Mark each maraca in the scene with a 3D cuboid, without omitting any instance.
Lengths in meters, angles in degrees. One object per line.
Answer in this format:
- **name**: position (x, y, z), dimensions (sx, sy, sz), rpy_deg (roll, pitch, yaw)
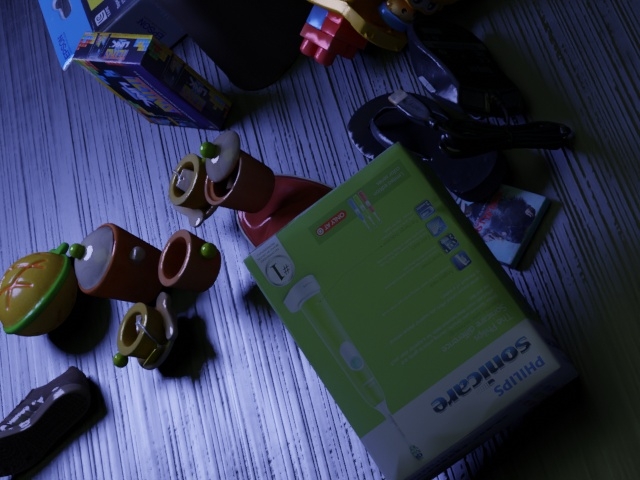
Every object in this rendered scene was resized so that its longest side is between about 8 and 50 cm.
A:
- **maraca**: position (-0.379, 0.064, 2.019), dimensions (0.127, 0.099, 0.185), rpy_deg (-40, 20, 10)

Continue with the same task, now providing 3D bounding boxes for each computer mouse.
- **computer mouse**: position (0.141, -0.162, 1.695), dimensions (0.262, 0.184, 0.060), rpy_deg (53, 137, 40)

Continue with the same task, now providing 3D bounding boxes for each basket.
- **basket**: position (-0.136, -0.339, 1.967), dimensions (0.154, 0.227, 0.204), rpy_deg (-13, 57, 33)

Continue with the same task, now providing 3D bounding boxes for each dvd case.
- **dvd case**: position (0.188, -0.023, 1.668), dimensions (0.119, 0.013, 0.087), rpy_deg (22, 80, 46)

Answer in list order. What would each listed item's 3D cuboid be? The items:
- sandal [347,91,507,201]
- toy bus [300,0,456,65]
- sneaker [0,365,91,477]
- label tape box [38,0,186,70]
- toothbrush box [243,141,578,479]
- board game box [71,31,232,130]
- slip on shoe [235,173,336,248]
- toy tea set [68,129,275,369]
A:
- **sandal**: position (0.118, -0.122, 1.745), dimensions (0.254, 0.054, 0.097), rpy_deg (27, 81, 50)
- **toy bus**: position (0.065, -0.305, 1.857), dimensions (0.220, 0.149, 0.211), rpy_deg (31, 99, 42)
- **sneaker**: position (-0.370, 0.234, 1.941), dimensions (0.188, 0.066, 0.071), rpy_deg (-35, 31, 11)
- **label tape box**: position (-0.244, -0.408, 2.180), dimensions (0.348, 0.115, 0.249), rpy_deg (-39, 47, 17)
- **toothbrush box**: position (0.091, 0.078, 1.528), dimensions (0.206, 0.122, 0.283), rpy_deg (-38, 71, 10)
- **board game box**: position (-0.223, -0.211, 2.000), dimensions (0.141, 0.170, 0.048), rpy_deg (11, 70, 43)
- **slip on shoe**: position (0.000, 0.000, 1.745), dimensions (0.123, 0.101, 0.331), rpy_deg (-54, 43, 2)
- **toy tea set**: position (-0.198, -0.012, 1.841), dimensions (0.336, 0.124, 0.200), rpy_deg (-55, 35, 20)
